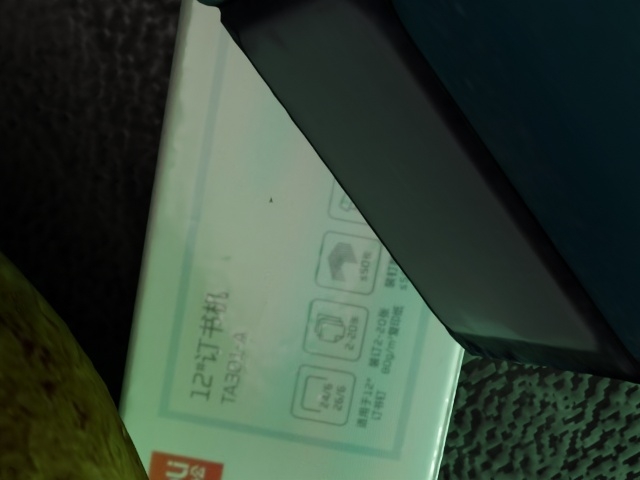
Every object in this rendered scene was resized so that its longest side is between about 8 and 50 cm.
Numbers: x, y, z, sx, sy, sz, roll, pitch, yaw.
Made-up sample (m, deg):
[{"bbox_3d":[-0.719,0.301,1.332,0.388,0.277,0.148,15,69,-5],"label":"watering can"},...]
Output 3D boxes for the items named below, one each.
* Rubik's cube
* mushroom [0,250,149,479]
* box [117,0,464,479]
[{"bbox_3d":[0.119,-0.167,0.470,0.313,0.318,0.316,-39,102,-13],"label":"Rubik's cube"},{"bbox_3d":[-0.201,0.101,0.645,0.345,0.239,0.345,4,118,7],"label":"mushroom"},{"bbox_3d":[0.000,0.000,0.693,0.135,0.079,0.269,10,107,0],"label":"box"}]
